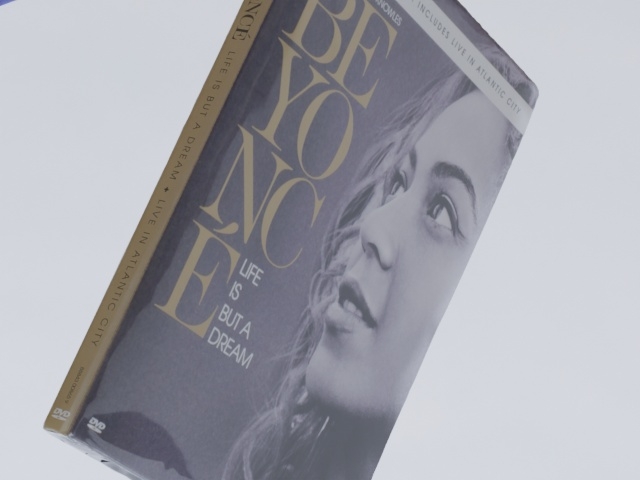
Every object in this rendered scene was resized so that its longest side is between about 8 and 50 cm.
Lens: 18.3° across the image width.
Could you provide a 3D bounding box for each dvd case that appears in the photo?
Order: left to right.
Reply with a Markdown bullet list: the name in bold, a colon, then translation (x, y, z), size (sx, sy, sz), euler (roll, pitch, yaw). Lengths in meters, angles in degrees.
- **dvd case**: translation (0.000, 0.000, 0.728), size (0.018, 0.221, 0.164), euler (12, 162, 39)

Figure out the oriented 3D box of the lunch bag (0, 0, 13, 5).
- **lunch bag**: translation (-0.031, -0.177, 0.339), size (0.328, 0.239, 0.385), euler (-24, 166, -9)
